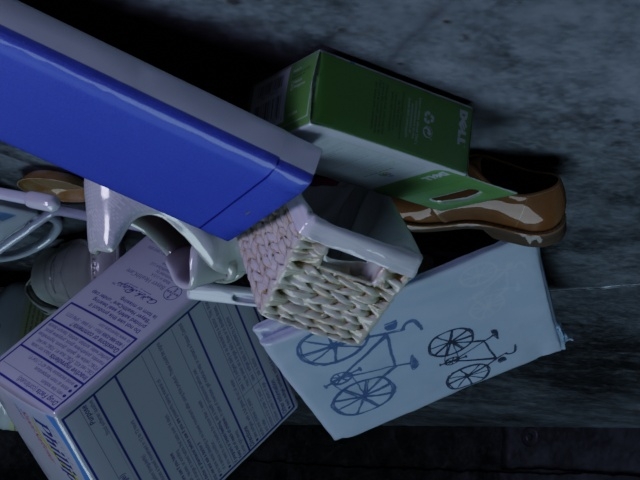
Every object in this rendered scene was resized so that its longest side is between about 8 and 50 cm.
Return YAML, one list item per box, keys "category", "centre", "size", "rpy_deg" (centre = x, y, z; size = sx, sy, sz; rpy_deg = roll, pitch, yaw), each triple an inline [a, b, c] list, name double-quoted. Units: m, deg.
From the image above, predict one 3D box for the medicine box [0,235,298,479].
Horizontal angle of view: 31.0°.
- category: "medicine box"
  centre: [-0.201, 0.176, 1.371]
  size: [0.149, 0.289, 0.264]
  rpy_deg: [22, 143, 41]

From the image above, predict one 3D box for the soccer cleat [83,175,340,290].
- category: "soccer cleat"
  centre: [-0.075, -0.010, 1.123]
  size: [0.331, 0.143, 0.116]
  rpy_deg: [13, 163, -25]

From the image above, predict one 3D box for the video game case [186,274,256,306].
- category: "video game case"
  centre: [-0.044, 0.015, 1.201]
  size: [0.173, 0.022, 0.190]
  rpy_deg: [8, -151, -4]

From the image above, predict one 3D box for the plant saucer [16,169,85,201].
- category: "plant saucer"
  centre: [-0.290, -0.061, 1.267]
  size: [0.083, 0.015, 0.083]
  rpy_deg: [6, 165, 2]

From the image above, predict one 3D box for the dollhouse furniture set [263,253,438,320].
- category: "dollhouse furniture set"
  centre: [0.029, 0.090, 1.462]
  size: [0.259, 0.135, 0.262]
  rpy_deg: [-9, 159, 44]

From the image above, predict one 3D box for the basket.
- category: "basket"
  centre: [0.000, 0.000, 0.996]
  size: [0.113, 0.103, 0.167]
  rpy_deg: [20, -156, -22]

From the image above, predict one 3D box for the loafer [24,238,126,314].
- category: "loafer"
  centre: [-0.327, 0.055, 1.530]
  size: [0.111, 0.112, 0.319]
  rpy_deg: [3, 168, -21]

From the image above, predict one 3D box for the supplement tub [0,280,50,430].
- category: "supplement tub"
  centre: [-0.404, 0.192, 1.826]
  size: [0.324, 0.236, 0.235]
  rpy_deg: [9, 165, -10]

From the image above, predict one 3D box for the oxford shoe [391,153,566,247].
- category: "oxford shoe"
  centre: [0.124, -0.052, 1.071]
  size: [0.212, 0.076, 0.076]
  rpy_deg: [6, 135, 13]

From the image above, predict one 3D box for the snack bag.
- category: "snack bag"
  centre: [0.122, 0.114, 1.378]
  size: [0.342, 0.037, 0.323]
  rpy_deg: [-23, 146, 5]

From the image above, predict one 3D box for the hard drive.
- category: "hard drive"
  centre: [-0.180, -0.098, 0.907]
  size: [0.318, 0.040, 0.210]
  rpy_deg: [25, 160, -16]

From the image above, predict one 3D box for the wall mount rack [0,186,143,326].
- category: "wall mount rack"
  centre: [-0.358, 0.001, 1.277]
  size: [0.304, 0.130, 0.350]
  rpy_deg: [-32, 162, 18]

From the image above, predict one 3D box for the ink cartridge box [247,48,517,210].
- category: "ink cartridge box"
  centre: [0.053, -0.084, 0.949]
  size: [0.209, 0.062, 0.109]
  rpy_deg: [15, 164, -30]
